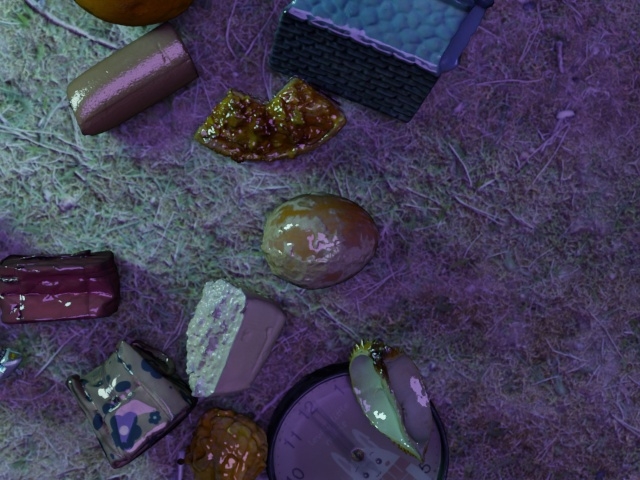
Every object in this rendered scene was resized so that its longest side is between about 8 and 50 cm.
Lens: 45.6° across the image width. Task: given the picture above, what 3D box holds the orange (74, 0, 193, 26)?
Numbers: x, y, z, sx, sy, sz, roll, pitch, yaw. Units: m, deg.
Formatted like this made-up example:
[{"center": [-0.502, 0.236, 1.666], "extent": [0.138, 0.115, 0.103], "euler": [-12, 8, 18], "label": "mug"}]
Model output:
[{"center": [-0.338, -0.541, 1.374], "extent": [0.312, 0.312, 0.312], "euler": [0, 92, -6], "label": "orange"}]

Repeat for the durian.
[{"center": [0.146, 0.296, 1.461], "extent": [0.144, 0.139, 0.252], "euler": [-15, 93, -10], "label": "durian"}]

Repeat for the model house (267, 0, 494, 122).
[{"center": [0.107, -0.402, 1.464], "extent": [0.360, 0.297, 0.339], "euler": [21, 126, -6], "label": "model house"}]

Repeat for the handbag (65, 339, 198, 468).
[{"center": [-0.355, 0.296, 1.438], "extent": [0.190, 0.251, 0.193], "euler": [-40, 86, -9], "label": "handbag"}]

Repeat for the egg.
[{"center": [0.000, 0.000, 1.484], "extent": [0.233, 0.195, 0.194], "euler": [-16, 94, -7], "label": "egg"}]

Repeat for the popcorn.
[{"center": [-0.191, 0.420, 1.504], "extent": [0.170, 0.180, 0.180], "euler": [6, 92, -20], "label": "popcorn"}]

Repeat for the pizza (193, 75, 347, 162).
[{"center": [-0.100, -0.228, 1.495], "extent": [0.306, 0.085, 0.161], "euler": [-7, 121, 5], "label": "pizza"}]

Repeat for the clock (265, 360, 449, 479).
[{"center": [0.077, 0.441, 1.565], "extent": [0.386, 0.076, 0.386], "euler": [0, 92, -6], "label": "clock"}]

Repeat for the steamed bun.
[{"center": [-0.193, 0.188, 1.480], "extent": [0.170, 0.200, 0.225], "euler": [25, 89, 30], "label": "steamed bun"}]

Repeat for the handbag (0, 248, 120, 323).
[{"center": [-0.500, 0.086, 1.459], "extent": [0.225, 0.146, 0.135], "euler": [-1, 98, -6], "label": "handbag"}]

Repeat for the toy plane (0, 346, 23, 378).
[{"center": [-0.703, 0.251, 1.456], "extent": [0.273, 0.182, 0.107], "euler": [-23, 126, -3], "label": "toy plane"}]

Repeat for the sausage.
[{"center": [-0.368, -0.306, 1.468], "extent": [0.253, 0.123, 0.123], "euler": [-32, 95, -5], "label": "sausage"}]
